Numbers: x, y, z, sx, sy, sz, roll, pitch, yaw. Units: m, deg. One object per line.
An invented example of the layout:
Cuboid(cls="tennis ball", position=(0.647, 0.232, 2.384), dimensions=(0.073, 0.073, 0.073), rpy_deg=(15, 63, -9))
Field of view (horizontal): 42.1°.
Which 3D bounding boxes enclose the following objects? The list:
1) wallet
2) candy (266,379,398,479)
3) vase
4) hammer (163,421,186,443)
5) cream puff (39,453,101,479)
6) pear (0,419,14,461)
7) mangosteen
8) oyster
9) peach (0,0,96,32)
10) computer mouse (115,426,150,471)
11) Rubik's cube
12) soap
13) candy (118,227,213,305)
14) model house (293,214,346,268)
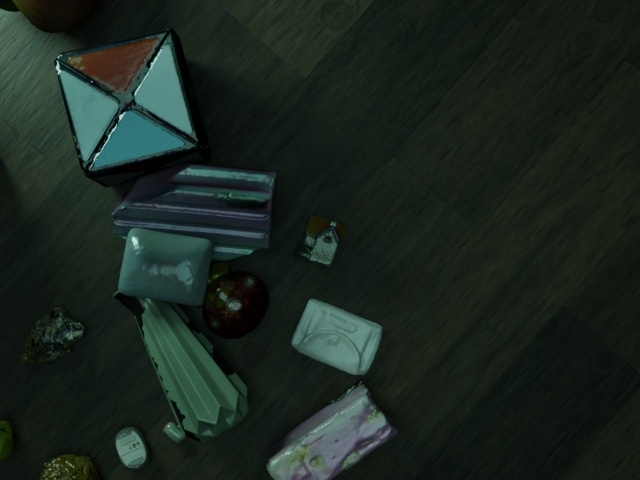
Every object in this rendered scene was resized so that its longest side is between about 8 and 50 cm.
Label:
Cuboid(cls="wallet", position=(0.037, 0.211, 1.798), dimensions=(0.183, 0.032, 0.124), rpy_deg=(23, 86, -1))
Cuboid(cls="candy", position=(0.020, 0.418, 1.734), dimensions=(0.265, 0.155, 0.115), rpy_deg=(-34, 94, -2))
Cuboid(cls="vase", position=(-0.291, 0.239, 1.733), dimensions=(0.165, 0.165, 0.360), rpy_deg=(-33, 86, -2))
Cuboid(cls="hammer", position=(-0.297, 0.392, 1.787), dimensions=(0.052, 0.031, 0.083), rpy_deg=(40, 82, -5))
Cuboid(cls="cream puff", position=(-0.529, 0.523, 1.740), dimensions=(0.127, 0.103, 0.143), rpy_deg=(-4, 96, -3))
Cuboid(cls="pear", position=(-0.690, 0.421, 1.745), dimensions=(0.092, 0.092, 0.097), rpy_deg=(30, 89, -1))
Cuboid(cls="mangosteen", position=(-0.201, 0.124, 1.726), dimensions=(0.181, 0.156, 0.145), rpy_deg=(24, 72, -18))
Cuboid(cls="oyster", position=(-0.580, 0.214, 1.768), dimensions=(0.103, 0.051, 0.148), rpy_deg=(41, 99, 6))
Cuboid(cls="peach", position=(-0.566, -0.556, 1.686), dimensions=(0.253, 0.252, 0.252), rpy_deg=(0, 90, -2))
Cuboid(cls="computer mouse", position=(-0.400, 0.446, 1.778), dimensions=(0.066, 0.039, 0.096), rpy_deg=(-25, 83, -2))
Cuboid(cls="Rubik's cube", position=(-0.369, -0.260, 1.681), dimensions=(0.250, 0.248, 0.246), rpy_deg=(-15, 91, -3))
Cuboid(cls="soap", position=(-0.258, -0.059, 1.711), dimensions=(0.324, 0.109, 0.192), rpy_deg=(5, 133, -2))
Cuboid(cls="candy", position=(-0.308, 0.052, 1.657), dimensions=(0.174, 0.071, 0.138), rpy_deg=(9, 84, 2))
Cuboid(cls="model house", position=(0.000, 0.000, 1.763), dimensions=(0.088, 0.100, 0.100), rpy_deg=(21, 88, 0))
